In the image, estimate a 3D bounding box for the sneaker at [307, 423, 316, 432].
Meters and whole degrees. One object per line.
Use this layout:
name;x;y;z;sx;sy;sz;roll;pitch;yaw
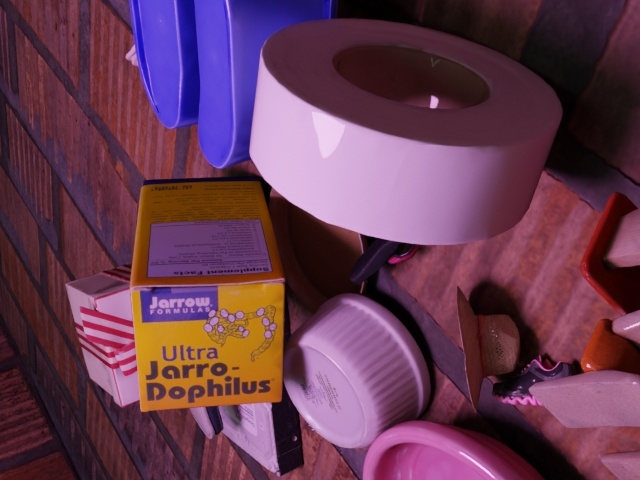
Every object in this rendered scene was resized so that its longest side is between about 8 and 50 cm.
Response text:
sneaker;0.003;0.232;1.187;0.063;0.073;0.162;-43;46;29

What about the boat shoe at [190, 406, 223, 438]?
boat shoe;-0.221;0.234;1.388;0.254;0.079;0.095;66;149;14

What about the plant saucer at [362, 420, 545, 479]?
plant saucer;0.194;0.363;0.929;0.332;0.084;0.332;31;133;39

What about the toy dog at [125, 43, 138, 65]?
toy dog;-0.198;-0.420;1.074;0.161;0.220;0.334;49;136;-1

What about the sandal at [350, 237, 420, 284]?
sandal;0.100;0.002;0.951;0.040;0.067;0.179;32;134;-9

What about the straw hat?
straw hat;0.196;0.119;0.854;0.061;0.144;0.144;-9;99;15

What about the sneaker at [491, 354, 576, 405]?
sneaker;0.239;0.156;0.839;0.119;0.047;0.057;-17;69;56

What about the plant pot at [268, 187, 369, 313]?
plant pot;0.000;0.000;1.115;0.236;0.032;0.236;30;128;47

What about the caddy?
caddy;-0.089;-0.252;0.868;0.241;0.179;0.341;40;142;36

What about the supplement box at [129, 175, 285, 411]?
supplement box;-0.168;0.060;1.115;0.356;0.194;0.195;-110;19;-62

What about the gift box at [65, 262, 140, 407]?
gift box;-0.366;0.158;1.520;0.258;0.255;0.276;11;119;55

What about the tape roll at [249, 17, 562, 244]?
tape roll;0.078;-0.116;0.722;0.286;0.286;0.100;42;135;38

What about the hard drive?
hard drive;-0.136;0.236;1.394;0.237;0.064;0.339;21;122;51

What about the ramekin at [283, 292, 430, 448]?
ramekin;0.039;0.188;1.043;0.207;0.109;0.207;30;135;34

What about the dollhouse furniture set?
dollhouse furniture set;0.288;0.075;0.555;0.259;0.262;0.135;43;150;-12
